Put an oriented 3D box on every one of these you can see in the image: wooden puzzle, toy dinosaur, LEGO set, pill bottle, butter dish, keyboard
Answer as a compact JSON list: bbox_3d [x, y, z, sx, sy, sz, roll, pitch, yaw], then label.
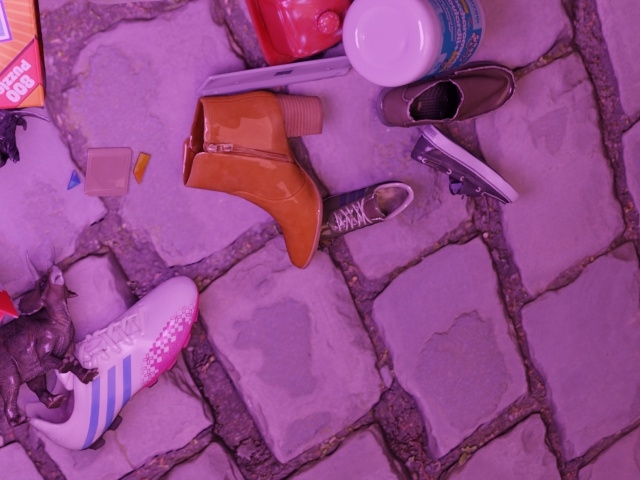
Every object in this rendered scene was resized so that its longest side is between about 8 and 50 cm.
[{"bbox_3d":[-0.311,-0.101,1.944,0.116,0.014,0.079,3,109,-32],"label":"wooden puzzle"},{"bbox_3d":[-0.434,0.172,1.955,0.313,0.160,0.121,-47,155,15],"label":"toy dinosaur"},{"bbox_3d":[-0.001,-0.002,2.177,0.083,0.023,0.054,-2,115,-15],"label":"LEGO set"},{"bbox_3d":[0.153,-0.315,1.969,0.264,0.146,0.146,-26,134,-56],"label":"pill bottle"},{"bbox_3d":[-0.011,-0.331,1.925,0.160,0.118,0.160,-29,126,-13],"label":"butter dish"},{"bbox_3d":[-0.059,-0.248,1.981,0.256,0.014,0.072,-12,165,-25],"label":"keyboard"}]

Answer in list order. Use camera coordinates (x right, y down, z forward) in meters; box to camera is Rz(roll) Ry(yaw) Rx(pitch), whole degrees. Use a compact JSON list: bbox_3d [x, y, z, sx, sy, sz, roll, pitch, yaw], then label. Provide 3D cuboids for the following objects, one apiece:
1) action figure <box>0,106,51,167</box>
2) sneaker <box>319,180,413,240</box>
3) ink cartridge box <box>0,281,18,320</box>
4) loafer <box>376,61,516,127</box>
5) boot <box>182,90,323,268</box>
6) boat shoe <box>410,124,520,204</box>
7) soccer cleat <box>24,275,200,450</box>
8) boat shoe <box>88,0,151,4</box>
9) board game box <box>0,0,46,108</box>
[{"bbox_3d":[-0.496,-0.121,1.734,0.275,0.164,0.141,-35,133,-2],"label":"action figure"},{"bbox_3d":[0.065,-0.052,2.134,0.192,0.086,0.064,-23,99,-21],"label":"sneaker"},{"bbox_3d":[-0.504,0.058,1.777,0.134,0.231,0.078,25,101,-37],"label":"ink cartridge box"},{"bbox_3d":[0.215,-0.224,2.128,0.251,0.087,0.094,-17,111,-21],"label":"loafer"},{"bbox_3d":[-0.107,-0.086,2.026,0.211,0.104,0.295,-7,114,-21],"label":"boot"},{"bbox_3d":[0.239,-0.109,2.222,0.228,0.080,0.076,31,104,-37],"label":"boat shoe"},{"bbox_3d":[-0.318,0.180,2.026,0.143,0.116,0.331,33,96,-39],"label":"soccer cleat"},{"bbox_3d":[-0.185,-0.380,1.822,0.302,0.109,0.094,-4,133,-19],"label":"boat shoe"},{"bbox_3d":[-0.494,-0.361,1.424,0.356,0.356,0.357,-6,119,-11],"label":"board game box"}]
